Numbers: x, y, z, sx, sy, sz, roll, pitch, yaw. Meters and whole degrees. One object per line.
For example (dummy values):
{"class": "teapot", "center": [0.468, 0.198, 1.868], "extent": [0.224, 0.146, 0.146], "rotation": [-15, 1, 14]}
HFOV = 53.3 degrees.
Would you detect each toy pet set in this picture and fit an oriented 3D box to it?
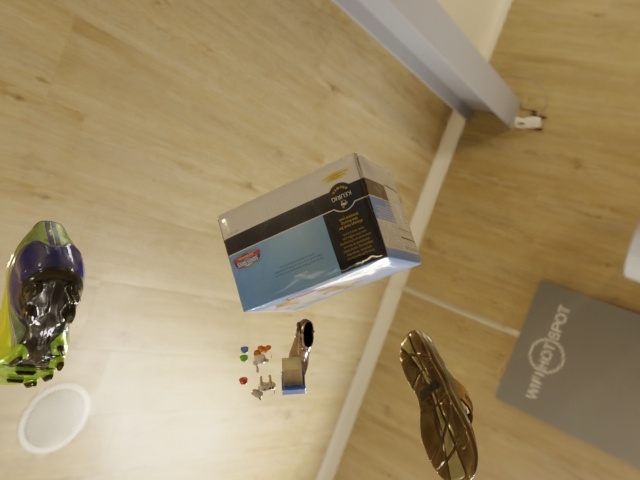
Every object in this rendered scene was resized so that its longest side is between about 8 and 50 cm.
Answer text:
{"class": "toy pet set", "center": [-0.084, 0.241, 1.123], "extent": [0.122, 0.114, 0.065], "rotation": [-102, 9, -70]}

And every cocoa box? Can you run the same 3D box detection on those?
{"class": "cocoa box", "center": [0.000, 0.000, 1.374], "extent": [0.231, 0.347, 0.228], "rotation": [12, -121, -63]}

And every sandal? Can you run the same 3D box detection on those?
{"class": "sandal", "center": [0.144, 0.187, 0.737], "extent": [0.049, 0.180, 0.072], "rotation": [5, -37, -33]}

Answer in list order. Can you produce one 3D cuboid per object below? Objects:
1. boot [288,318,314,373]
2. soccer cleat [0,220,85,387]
{"class": "boot", "center": [-0.035, 0.217, 1.281], "extent": [0.042, 0.087, 0.118], "rotation": [2, -107, -16]}
{"class": "soccer cleat", "center": [-0.367, 0.091, 0.817], "extent": [0.093, 0.121, 0.289], "rotation": [5, -41, -35]}
